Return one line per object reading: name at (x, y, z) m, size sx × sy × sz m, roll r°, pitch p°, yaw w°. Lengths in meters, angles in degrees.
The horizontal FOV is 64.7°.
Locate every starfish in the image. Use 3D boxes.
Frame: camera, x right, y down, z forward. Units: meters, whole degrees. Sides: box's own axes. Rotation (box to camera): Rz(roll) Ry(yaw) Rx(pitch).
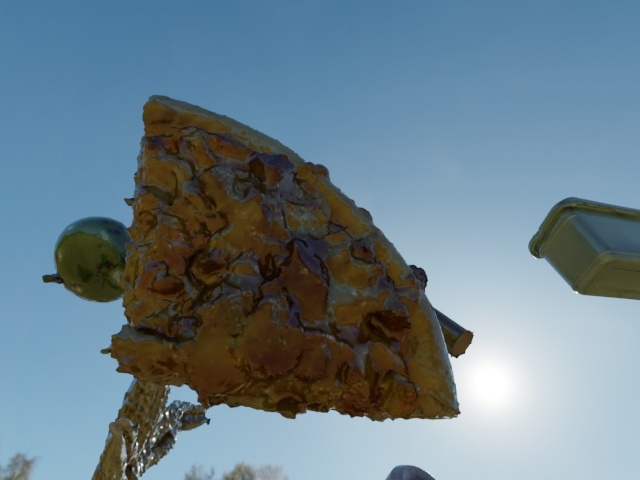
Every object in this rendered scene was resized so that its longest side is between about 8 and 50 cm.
starfish at (-0.238, 0.286, 0.701) m, size 0.082 × 0.324 × 0.432 m, roll 16°, pitch -58°, yaw 4°

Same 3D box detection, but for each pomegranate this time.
pomegranate at (-0.365, 0.025, 0.901) m, size 0.156 × 0.220 × 0.156 m, roll 13°, pitch -67°, yaw 33°

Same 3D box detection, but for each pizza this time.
pizza at (-0.039, 0.026, 0.362) m, size 0.335 × 0.226 × 0.086 m, roll 47°, pitch -41°, yaw 6°

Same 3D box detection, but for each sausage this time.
sausage at (0.203, 0.152, 1.248) m, size 0.371 × 0.082 × 0.082 m, roll 36°, pitch -34°, yaw 39°

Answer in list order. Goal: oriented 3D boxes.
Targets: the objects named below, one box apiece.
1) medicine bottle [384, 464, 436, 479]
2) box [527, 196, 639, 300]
medicine bottle at (0.158, 0.611, 1.074) m, size 0.147 × 0.147 × 0.247 m, roll 26°, pitch -75°, yaw -9°
box at (0.678, 0.034, 1.180) m, size 0.311 × 0.182 × 0.175 m, roll 7°, pitch -53°, yaw -19°
